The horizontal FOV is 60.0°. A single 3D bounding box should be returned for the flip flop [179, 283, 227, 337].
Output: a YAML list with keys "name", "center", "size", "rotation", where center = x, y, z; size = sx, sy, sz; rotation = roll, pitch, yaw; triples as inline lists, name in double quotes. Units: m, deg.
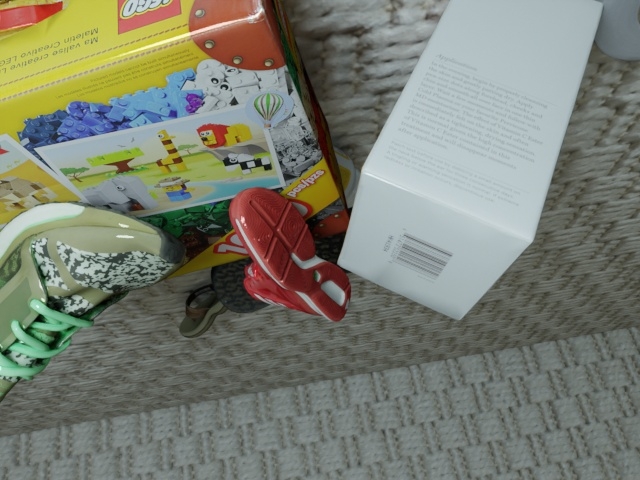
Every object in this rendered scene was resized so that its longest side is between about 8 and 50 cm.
- name: "flip flop"
  center: [-0.278, 0.150, 1.337]
  size: [0.080, 0.112, 0.277]
  rotation: [32, 140, -18]

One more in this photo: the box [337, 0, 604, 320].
- name: "box"
  center: [0.172, -0.118, 0.655]
  size: [0.168, 0.345, 0.215]
  rotation: [24, 153, 8]

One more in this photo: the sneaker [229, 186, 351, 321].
- name: "sneaker"
  center: [-0.066, 0.027, 0.650]
  size: [0.128, 0.087, 0.221]
  rotation: [-3, 139, 35]

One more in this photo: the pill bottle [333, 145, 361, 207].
- name: "pill bottle"
  center: [-0.010, -0.112, 0.900]
  size: [0.103, 0.103, 0.184]
  rotation: [-29, 148, 32]

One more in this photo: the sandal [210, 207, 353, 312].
- name: "sandal"
  center: [-0.002, -0.002, 1.091]
  size: [0.446, 0.107, 0.167]
  rotation: [-19, 113, -8]

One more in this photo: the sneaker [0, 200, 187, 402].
- name: "sneaker"
  center: [-0.314, 0.097, 0.582]
  size: [0.411, 0.181, 0.158]
  rotation: [-20, 151, 17]

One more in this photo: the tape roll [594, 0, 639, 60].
- name: "tape roll"
  center: [0.435, -0.327, 0.677]
  size: [0.219, 0.072, 0.219]
  rotation: [-8, 154, -4]

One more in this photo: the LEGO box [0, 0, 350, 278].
- name: "LEGO box"
  center: [-0.250, -0.106, 0.629]
  size: [0.501, 0.193, 0.372]
  rotation: [-15, 152, 8]
